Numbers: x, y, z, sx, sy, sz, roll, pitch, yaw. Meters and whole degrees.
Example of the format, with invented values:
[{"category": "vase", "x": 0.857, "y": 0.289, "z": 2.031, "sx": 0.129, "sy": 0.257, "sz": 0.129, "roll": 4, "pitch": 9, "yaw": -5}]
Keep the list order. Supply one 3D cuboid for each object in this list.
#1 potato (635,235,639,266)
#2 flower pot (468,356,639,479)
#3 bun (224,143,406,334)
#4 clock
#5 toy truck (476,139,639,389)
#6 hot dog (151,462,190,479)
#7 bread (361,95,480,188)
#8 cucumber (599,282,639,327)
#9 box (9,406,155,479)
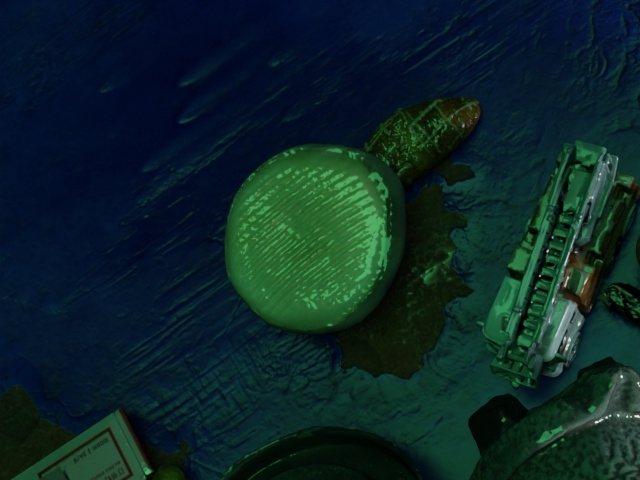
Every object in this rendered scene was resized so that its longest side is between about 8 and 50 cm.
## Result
[{"category": "potato", "x": 0.546, "y": 0.049, "z": 1.672, "sx": 0.262, "sy": 0.165, "sz": 0.165, "roll": 17, "pitch": 82, "yaw": 13}, {"category": "flower pot", "x": 0.341, "y": 0.292, "z": 1.577, "sx": 0.299, "sy": 0.299, "sz": 0.283, "roll": -33, "pitch": 50, "yaw": 6}, {"category": "bun", "x": 0.000, "y": 0.000, "z": 1.838, "sx": 0.287, "sy": 0.146, "sz": 0.287, "roll": -3, "pitch": 80, "yaw": 18}, {"category": "clock", "x": -0.018, "y": 0.426, "z": 1.682, "sx": 0.386, "sy": 0.076, "sz": 0.386, "roll": -18, "pitch": 42, "yaw": 17}, {"category": "toy truck", "x": 0.314, "y": 0.041, "z": 1.719, "sx": 0.133, "sy": 0.184, "sz": 0.338, "roll": 22, "pitch": 84, "yaw": 20}, {"category": "hot dog", "x": -0.284, "y": 0.454, "z": 1.847, "sx": 0.068, "sy": 0.083, "sz": 0.289, "roll": 36, "pitch": 88, "yaw": 1}, {"category": "bread", "x": 0.134, "y": -0.148, "z": 1.875, "sx": 0.233, "sy": 0.076, "sz": 0.105, "roll": -35, "pitch": 72, "yaw": 4}, {"category": "cucumber", "x": 0.470, "y": 0.113, "z": 1.731, "sx": 0.181, "sy": 0.053, "sz": 0.053, "roll": 30, "pitch": 86, "yaw": 19}, {"category": "box", "x": -0.361, "y": 0.362, "z": 1.901, "sx": 0.229, "sy": 0.050, "sz": 0.123, "roll": -33, "pitch": 71, "yaw": 6}]
